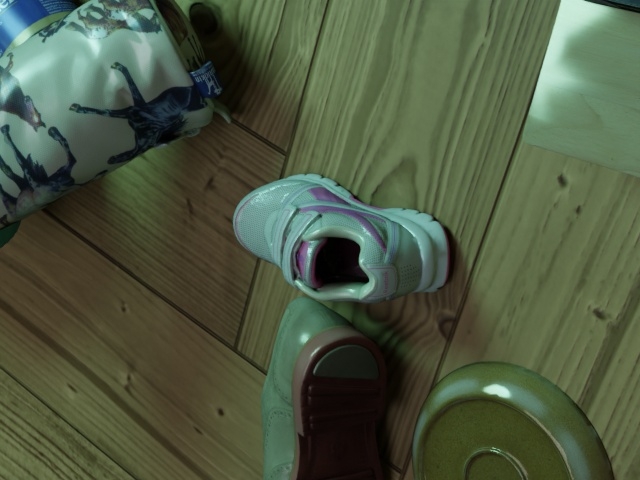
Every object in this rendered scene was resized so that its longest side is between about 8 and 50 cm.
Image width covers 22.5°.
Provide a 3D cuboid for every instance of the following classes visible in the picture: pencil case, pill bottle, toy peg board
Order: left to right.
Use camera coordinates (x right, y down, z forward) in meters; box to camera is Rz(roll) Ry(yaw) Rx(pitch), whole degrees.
[{"bbox_3d":[-0.355,-0.269,1.821,0.219,0.123,0.123,50,129,20],"label":"pill bottle"},{"bbox_3d":[-0.299,-0.101,1.657,0.410,0.160,0.183,-32,101,-1],"label":"pencil case"},{"bbox_3d":[0.276,-0.137,1.359,0.161,0.079,0.160,21,100,35],"label":"toy peg board"}]

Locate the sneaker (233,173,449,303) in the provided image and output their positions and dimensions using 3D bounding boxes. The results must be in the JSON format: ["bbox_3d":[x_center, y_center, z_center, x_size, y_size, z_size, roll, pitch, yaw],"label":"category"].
[{"bbox_3d":[0.000,0.000,1.601,0.252,0.111,0.103,12,110,38],"label":"sneaker"}]

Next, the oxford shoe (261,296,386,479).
[{"bbox_3d":[-0.006,0.222,1.697,0.130,0.123,0.348,-130,44,-53],"label":"oxford shoe"}]

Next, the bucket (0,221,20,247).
[{"bbox_3d":[-0.456,-0.114,1.867,0.281,0.281,0.183,36,128,28],"label":"bucket"}]

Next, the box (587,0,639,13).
[{"bbox_3d":[0.309,-0.260,1.258,0.233,0.059,0.183,19,97,35],"label":"box"}]

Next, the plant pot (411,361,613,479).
[{"bbox_3d":[0.178,0.236,1.573,0.236,0.032,0.236,14,113,37],"label":"plant pot"}]
